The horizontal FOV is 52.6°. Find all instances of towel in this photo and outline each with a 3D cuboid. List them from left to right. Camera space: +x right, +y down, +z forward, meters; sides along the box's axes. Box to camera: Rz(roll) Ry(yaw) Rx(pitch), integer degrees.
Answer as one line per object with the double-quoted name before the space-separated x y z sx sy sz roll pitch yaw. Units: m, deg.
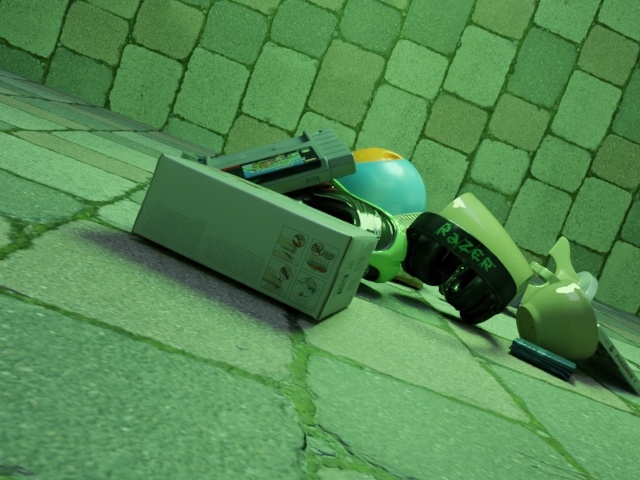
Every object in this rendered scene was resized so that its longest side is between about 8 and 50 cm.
"towel" 0.411 0.218 1.198 0.119 0.029 0.067 24 8 24

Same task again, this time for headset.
"headset" 0.297 0.046 1.352 0.243 0.185 0.394 41 -10 14

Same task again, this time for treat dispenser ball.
"treat dispenser ball" 0.144 -0.108 1.772 0.288 0.288 0.288 21 7 -3

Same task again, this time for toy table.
"toy table" 0.748 0.133 2.052 0.161 0.252 0.274 38 -3 5

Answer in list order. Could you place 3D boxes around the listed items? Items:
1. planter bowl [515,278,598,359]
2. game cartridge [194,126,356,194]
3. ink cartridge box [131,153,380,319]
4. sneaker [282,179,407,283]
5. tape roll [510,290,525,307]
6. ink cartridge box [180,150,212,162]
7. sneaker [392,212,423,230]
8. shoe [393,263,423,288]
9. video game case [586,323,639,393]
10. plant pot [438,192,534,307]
"planter bowl" 0.461 0.166 1.296 0.109 0.162 0.162 -10 13 -7
"game cartridge" -0.119 -0.153 1.370 0.355 0.068 0.230 -15 22 -5
"ink cartridge box" -0.081 -0.008 1.021 0.309 0.130 0.272 24 6 14
"sneaker" -0.036 -0.062 1.356 0.482 0.185 0.202 24 9 42
"tape roll" 0.529 0.130 1.975 0.189 0.080 0.189 22 7 -3
"ink cartridge box" -0.295 -0.214 2.153 0.165 0.065 0.332 26 8 35
"sneaker" 0.130 0.012 1.605 0.350 0.148 0.131 6 46 17
"shoe" 0.152 0.055 1.506 0.219 0.058 0.076 19 8 -24
"video game case" 0.572 0.217 1.368 0.183 0.023 0.201 50 0 -15
"plant pot" 0.439 0.052 1.782 0.274 0.256 0.256 42 15 22
